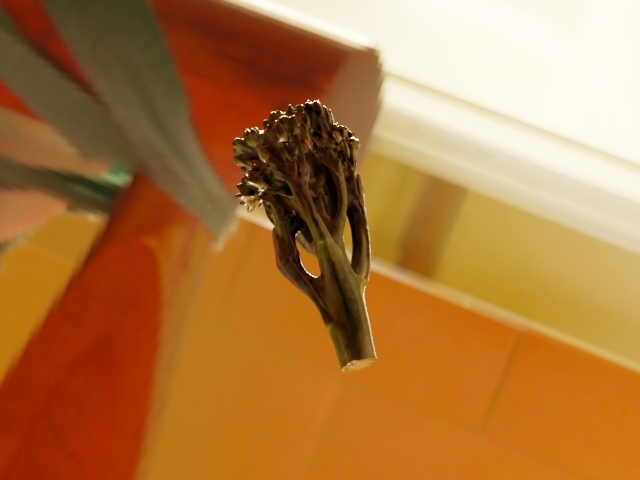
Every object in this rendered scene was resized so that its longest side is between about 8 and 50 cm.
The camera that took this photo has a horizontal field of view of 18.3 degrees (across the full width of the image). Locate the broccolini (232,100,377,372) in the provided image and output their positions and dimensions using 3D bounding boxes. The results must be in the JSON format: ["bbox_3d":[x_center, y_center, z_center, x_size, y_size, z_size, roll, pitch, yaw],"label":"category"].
[{"bbox_3d":[0.002,-0.011,1.276,0.091,0.203,0.068,-12,138,-15],"label":"broccolini"}]
